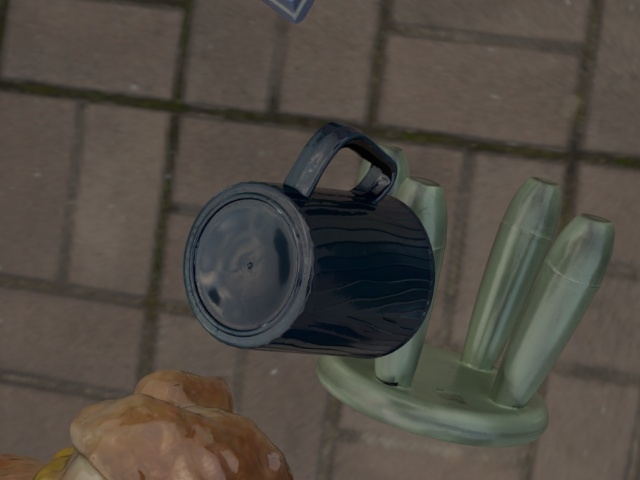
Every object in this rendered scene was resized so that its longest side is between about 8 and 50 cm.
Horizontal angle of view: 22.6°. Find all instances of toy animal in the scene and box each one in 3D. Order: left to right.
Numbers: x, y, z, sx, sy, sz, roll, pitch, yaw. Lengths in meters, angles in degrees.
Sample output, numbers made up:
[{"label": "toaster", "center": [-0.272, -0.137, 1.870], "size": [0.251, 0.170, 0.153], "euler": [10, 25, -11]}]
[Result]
[{"label": "toy animal", "center": [-0.107, 0.117, 0.550], "size": [0.185, 0.184, 0.104], "euler": [-13, 96, 22]}]

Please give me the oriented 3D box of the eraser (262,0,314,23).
[{"label": "eraser", "center": [0.004, -0.279, 1.231], "size": [0.082, 0.036, 0.225], "euler": [40, 110, 23]}]

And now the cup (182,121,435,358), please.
[{"label": "cup", "center": [-0.009, 0.003, 1.058], "size": [0.113, 0.138, 0.150], "euler": [-5, 83, 35]}]

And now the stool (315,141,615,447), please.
[{"label": "stool", "center": [0.108, 0.043, 1.293], "size": [0.195, 0.195, 0.198], "euler": [10, 103, -11]}]
